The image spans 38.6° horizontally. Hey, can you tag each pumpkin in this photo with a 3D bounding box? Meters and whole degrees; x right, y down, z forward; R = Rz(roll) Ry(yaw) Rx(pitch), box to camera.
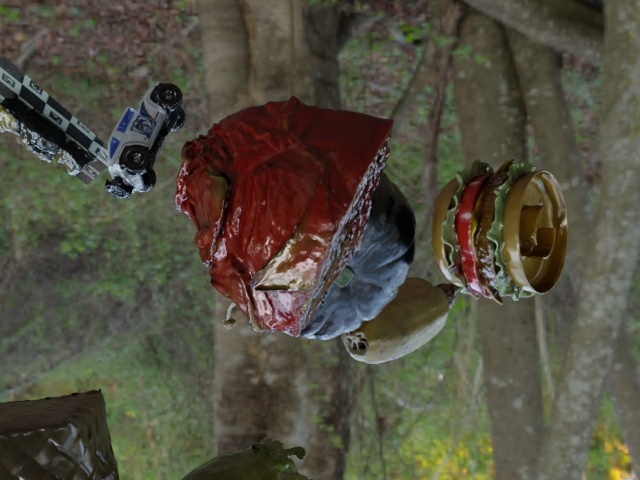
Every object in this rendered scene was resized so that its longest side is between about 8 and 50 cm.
[{"bbox_3d":[0.000,0.000,1.699,0.363,0.363,0.266,-1,-155,-19],"label":"pumpkin"}]

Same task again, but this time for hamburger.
[{"bbox_3d":[0.325,-0.018,1.729,0.212,0.274,0.274,1,180,35],"label":"hamburger"}]

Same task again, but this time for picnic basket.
[{"bbox_3d":[-0.505,0.453,1.636,0.293,0.337,0.337,-7,178,-1],"label":"picnic basket"}]

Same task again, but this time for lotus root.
[{"bbox_3d":[0.193,0.177,2.131,0.343,0.151,0.169,-22,-142,-36],"label":"lotus root"}]

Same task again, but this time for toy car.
[{"bbox_3d":[-0.244,-0.137,1.252,0.070,0.170,0.080,22,162,3],"label":"toy car"}]

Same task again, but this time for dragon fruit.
[{"bbox_3d":[-0.074,-0.031,1.244,0.330,0.302,0.240,18,164,31],"label":"dragon fruit"}]

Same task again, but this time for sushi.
[{"bbox_3d":[-0.430,-0.158,1.393,0.215,0.050,0.192,41,153,-15],"label":"sushi"}]

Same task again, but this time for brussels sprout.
[{"bbox_3d":[-0.157,0.564,1.838,0.315,0.275,0.371,-29,-179,-38],"label":"brussels sprout"}]

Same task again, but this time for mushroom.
[{"bbox_3d":[-0.106,0.063,1.488,0.026,0.028,0.286,-45,173,-46],"label":"mushroom"}]
